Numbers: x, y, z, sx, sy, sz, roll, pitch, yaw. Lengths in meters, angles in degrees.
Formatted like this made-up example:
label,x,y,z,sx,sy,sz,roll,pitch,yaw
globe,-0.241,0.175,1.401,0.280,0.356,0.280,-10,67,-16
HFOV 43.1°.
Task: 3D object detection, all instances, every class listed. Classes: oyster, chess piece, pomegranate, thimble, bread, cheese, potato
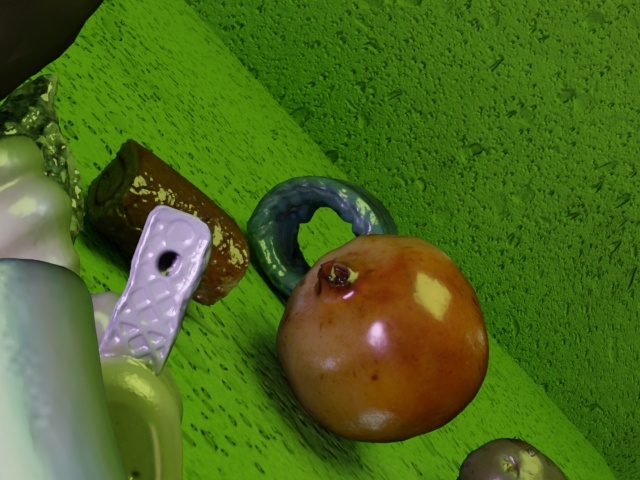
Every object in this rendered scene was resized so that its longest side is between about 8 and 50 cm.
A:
label,x,y,z,sx,sy,sz,roll,pitch,yaw
oyster,-0.263,-0.037,0.733,0.199,0.087,0.252,48,24,-7
chess piece,-0.189,0.058,0.571,0.243,0.133,0.133,54,12,-6
pomegranate,0.070,0.116,0.994,0.264,0.264,0.264,47,12,-14
thimble,0.000,0.000,1.248,0.235,0.198,0.143,23,7,17
bread,-0.168,-0.016,0.894,0.172,0.103,0.132,42,8,-32
cheese,-0.121,0.093,0.504,0.127,0.235,0.050,23,-3,-13
potato,0.295,0.387,1.191,0.262,0.165,0.165,42,14,-40

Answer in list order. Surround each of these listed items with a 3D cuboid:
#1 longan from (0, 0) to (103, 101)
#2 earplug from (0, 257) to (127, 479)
label,x,y,z,sx,sy,sz,roll,pitch,yaw
longan,-0.315,-0.243,0.384,0.436,0.404,0.404,21,30,-53
earplug,-0.124,0.189,0.328,0.324,0.185,0.185,61,15,17
